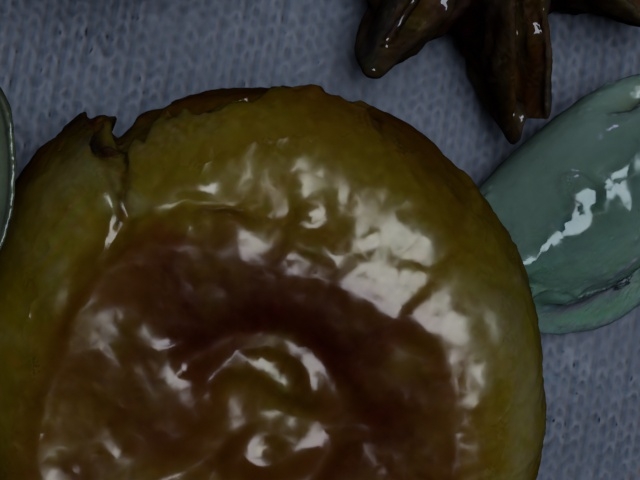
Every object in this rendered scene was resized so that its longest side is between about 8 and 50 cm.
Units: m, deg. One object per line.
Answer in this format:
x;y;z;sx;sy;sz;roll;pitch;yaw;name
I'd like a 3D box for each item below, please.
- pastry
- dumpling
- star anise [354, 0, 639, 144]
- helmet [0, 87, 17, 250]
-0.040;0.078;0.762;0.356;0.164;0.356;0;93;7;pastry
0.182;-0.008;0.878;0.217;0.105;0.149;-38;96;-11;dumpling
0.103;-0.231;0.868;0.315;0.108;0.315;1;87;-10;star anise
-0.263;-0.024;0.756;0.258;0.137;0.204;17;86;15;helmet
